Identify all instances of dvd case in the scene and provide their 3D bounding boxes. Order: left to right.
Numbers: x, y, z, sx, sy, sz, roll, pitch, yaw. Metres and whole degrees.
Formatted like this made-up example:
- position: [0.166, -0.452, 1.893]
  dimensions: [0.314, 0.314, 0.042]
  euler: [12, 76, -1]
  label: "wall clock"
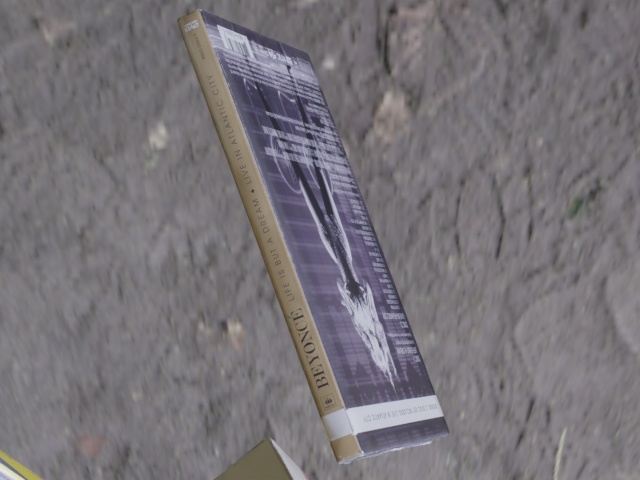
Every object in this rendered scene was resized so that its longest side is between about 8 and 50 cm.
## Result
- position: [0.000, 0.000, 0.969]
  dimensions: [0.018, 0.164, 0.221]
  euler: [-23, 81, 15]
  label: "dvd case"

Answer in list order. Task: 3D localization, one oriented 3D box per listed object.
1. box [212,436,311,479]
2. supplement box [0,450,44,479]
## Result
- position: [0.003, 0.270, 1.302]
  dimensions: [0.127, 0.232, 0.148]
  euler: [-39, 29, 3]
  label: "box"
- position: [-0.215, 0.240, 0.765]
  dimensions: [0.356, 0.195, 0.194]
  euler: [-55, 36, -9]
  label: "supplement box"
